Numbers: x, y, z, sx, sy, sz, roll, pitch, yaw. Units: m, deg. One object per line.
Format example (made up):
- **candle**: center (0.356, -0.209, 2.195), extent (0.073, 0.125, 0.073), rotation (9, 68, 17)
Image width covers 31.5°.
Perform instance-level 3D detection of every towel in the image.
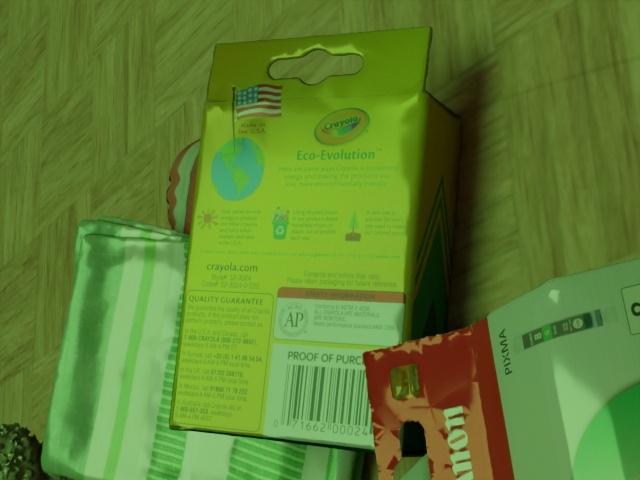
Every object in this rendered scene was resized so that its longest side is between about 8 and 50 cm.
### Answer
- **towel**: center (-0.101, 0.112, 0.996), extent (0.325, 0.038, 0.248), rotation (6, 85, 28)

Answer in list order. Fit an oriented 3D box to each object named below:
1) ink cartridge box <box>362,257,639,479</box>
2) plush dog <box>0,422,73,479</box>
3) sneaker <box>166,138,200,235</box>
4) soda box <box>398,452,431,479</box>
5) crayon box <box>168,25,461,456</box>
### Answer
- **ink cartridge box**: center (0.130, 0.117, 0.664), extent (0.225, 0.056, 0.181), rotation (-15, 65, 18)
- **plush dog**: center (-0.182, 0.241, 1.136), extent (0.225, 0.210, 0.262), rotation (-48, 70, 19)
- **sneaker**: center (-0.087, 0.033, 1.066), extent (0.136, 0.116, 0.314), rotation (-22, 63, 52)
- **soda box**: center (0.097, 0.244, 0.717), extent (0.074, 0.069, 0.216), rotation (123, 152, -47)
- **crayon box**: center (0.000, 0.000, 0.894), extent (0.202, 0.081, 0.318), rotation (2, 81, 28)
